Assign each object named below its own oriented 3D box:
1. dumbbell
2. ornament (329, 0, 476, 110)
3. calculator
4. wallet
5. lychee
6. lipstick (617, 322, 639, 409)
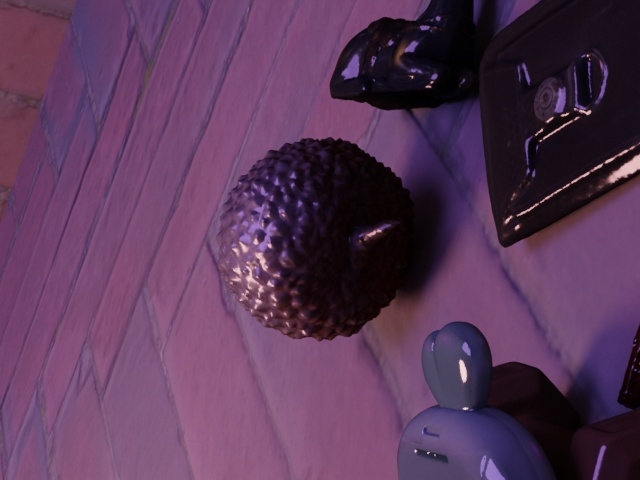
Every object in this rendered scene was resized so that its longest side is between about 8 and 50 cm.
[{"bbox_3d":[0.145,0.129,1.054,0.231,0.092,0.082,-165,62,-71],"label":"dumbbell"},{"bbox_3d":[0.090,-0.227,1.467,0.202,0.080,0.236,-178,99,-67],"label":"ornament"},{"bbox_3d":[0.100,0.192,1.023,0.185,0.041,0.299,-179,75,-72],"label":"calculator"},{"bbox_3d":[0.181,-0.108,1.186,0.245,0.052,0.168,-36,46,57],"label":"wallet"},{"bbox_3d":[0.000,0.000,1.422,0.197,0.165,0.165,15,90,57],"label":"lychee"},{"bbox_3d":[0.208,0.016,1.050,0.027,0.027,0.176,-139,64,-68],"label":"lipstick"}]
